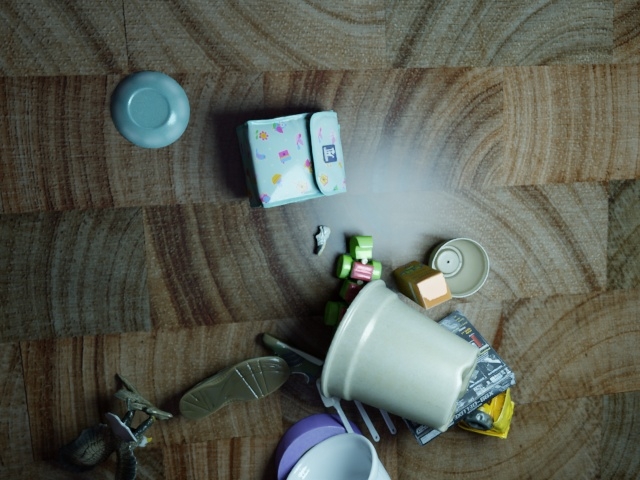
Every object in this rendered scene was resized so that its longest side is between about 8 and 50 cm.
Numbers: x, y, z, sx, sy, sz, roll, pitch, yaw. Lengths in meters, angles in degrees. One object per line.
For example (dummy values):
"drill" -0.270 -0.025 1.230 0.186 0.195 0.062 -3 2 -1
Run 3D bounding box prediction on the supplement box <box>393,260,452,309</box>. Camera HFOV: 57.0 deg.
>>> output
"supplement box" 0.264 0.114 1.559 0.078 0.233 0.080 -24 96 -6

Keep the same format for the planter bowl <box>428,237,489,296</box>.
"planter bowl" 0.368 0.067 1.634 0.162 0.109 0.162 -1 97 -9

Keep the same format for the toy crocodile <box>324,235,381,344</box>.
"toy crocodile" 0.089 0.149 1.601 0.115 0.105 0.340 13 96 -11

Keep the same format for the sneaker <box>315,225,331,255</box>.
"sneaker" 0.000 0.000 1.607 0.037 0.032 0.083 19 89 2

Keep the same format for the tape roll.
"tape roll" 0.012 0.635 1.665 0.275 0.090 0.274 -1 98 -10

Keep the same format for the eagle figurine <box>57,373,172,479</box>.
"eagle figurine" -0.518 0.540 1.516 0.225 0.226 0.298 36 86 -32

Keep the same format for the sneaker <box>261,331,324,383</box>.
"sneaker" -0.088 0.328 1.616 0.192 0.064 0.086 28 88 -15

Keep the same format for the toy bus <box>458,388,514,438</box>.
"toy bus" 0.439 0.479 1.682 0.211 0.220 0.149 56 48 -40

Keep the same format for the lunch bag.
"lunch bag" -0.060 -0.208 1.503 0.262 0.160 0.223 -11 96 -19

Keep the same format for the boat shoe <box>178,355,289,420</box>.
"boat shoe" -0.230 0.383 1.583 0.302 0.098 0.109 -24 97 -2

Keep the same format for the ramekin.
"ramekin" 0.051 0.641 1.494 0.277 0.277 0.135 -36 109 -3

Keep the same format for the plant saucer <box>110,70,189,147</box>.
"plant saucer" -0.429 -0.330 1.483 0.195 0.037 0.194 -1 99 -9

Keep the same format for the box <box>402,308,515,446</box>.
"box" 0.328 0.367 1.607 0.307 0.242 0.076 -33 140 -4

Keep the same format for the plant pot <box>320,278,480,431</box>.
"plant pot" 0.214 0.307 1.472 0.306 0.334 0.333 24 94 21

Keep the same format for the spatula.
"spatula" 0.103 0.460 1.640 0.168 0.019 0.242 -25 87 -30
